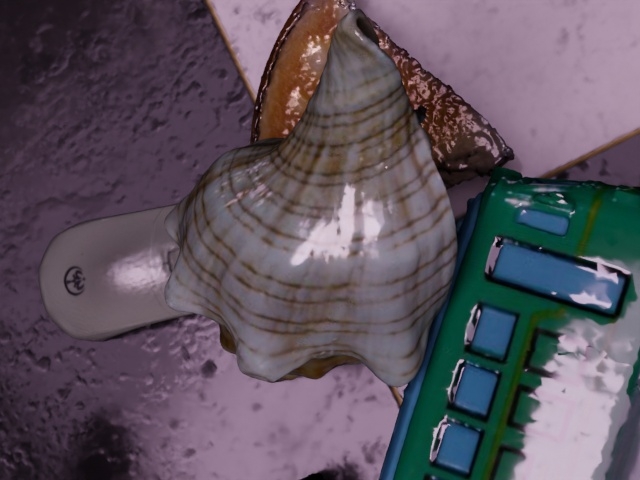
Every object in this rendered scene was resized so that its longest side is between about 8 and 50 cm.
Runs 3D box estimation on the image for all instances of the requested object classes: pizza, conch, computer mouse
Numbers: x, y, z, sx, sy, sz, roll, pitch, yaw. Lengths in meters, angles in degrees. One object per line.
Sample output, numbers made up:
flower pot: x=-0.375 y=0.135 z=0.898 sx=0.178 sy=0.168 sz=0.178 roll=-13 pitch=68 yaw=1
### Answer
pizza: x=0.047 y=-0.083 z=1.409 sx=0.195 sy=0.052 sz=0.185 roll=16 pitch=94 yaw=17
conch: x=-0.009 y=0.010 z=1.271 sx=0.203 sy=0.386 sz=0.169 roll=37 pitch=72 yaw=10
computer mouse: x=-0.122 y=0.020 z=1.435 sx=0.182 sy=0.056 sz=0.089 roll=-12 pitch=90 yaw=8

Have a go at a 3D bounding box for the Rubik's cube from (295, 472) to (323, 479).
Rubik's cube: x=-0.042 y=0.277 z=1.347 sx=0.167 sy=0.183 sz=0.180 roll=-29 pitch=85 yaw=8

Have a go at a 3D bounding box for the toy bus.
toy bus: x=0.154 y=0.118 z=1.323 sx=0.199 sy=0.183 sz=0.343 roll=18 pitch=89 yaw=16
